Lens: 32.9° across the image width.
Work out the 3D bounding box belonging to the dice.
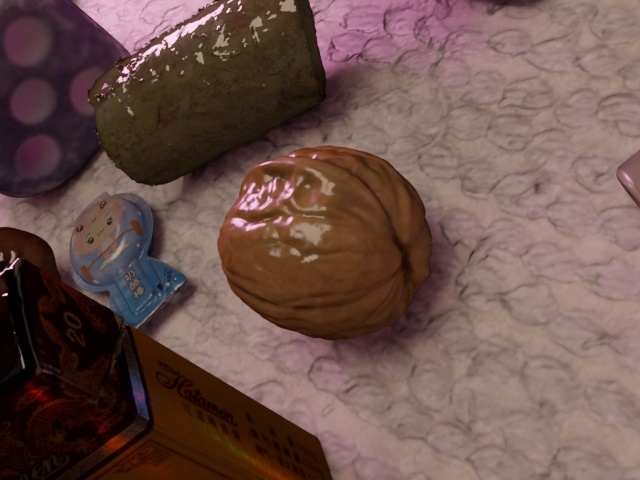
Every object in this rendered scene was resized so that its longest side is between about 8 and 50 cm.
[{"bbox_3d":[-0.447,-0.242,1.509,0.270,0.271,0.270,-50,45,1],"label":"dice"}]

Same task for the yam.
[{"bbox_3d":[-0.116,-0.194,1.293,0.304,0.168,0.168,-25,50,24],"label":"yam"}]

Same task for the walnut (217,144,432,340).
[{"bbox_3d":[0.000,0.000,1.064,0.213,0.213,0.213,-20,52,28],"label":"walnut"}]

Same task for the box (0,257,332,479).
[{"bbox_3d":[-0.195,0.207,0.918,0.264,0.415,0.115,-36,46,15],"label":"box"}]

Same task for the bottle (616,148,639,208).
[{"bbox_3d":[0.365,-0.087,0.883,0.233,0.110,0.110,-39,46,11],"label":"bottle"}]

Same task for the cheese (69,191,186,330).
[{"bbox_3d":[-0.249,0.020,1.340,0.135,0.052,0.244,-45,45,6],"label":"cheese"}]

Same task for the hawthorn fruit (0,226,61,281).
[{"bbox_3d":[-0.404,0.056,1.402,0.149,0.149,0.189,-56,5,-5],"label":"hawthorn fruit"}]
